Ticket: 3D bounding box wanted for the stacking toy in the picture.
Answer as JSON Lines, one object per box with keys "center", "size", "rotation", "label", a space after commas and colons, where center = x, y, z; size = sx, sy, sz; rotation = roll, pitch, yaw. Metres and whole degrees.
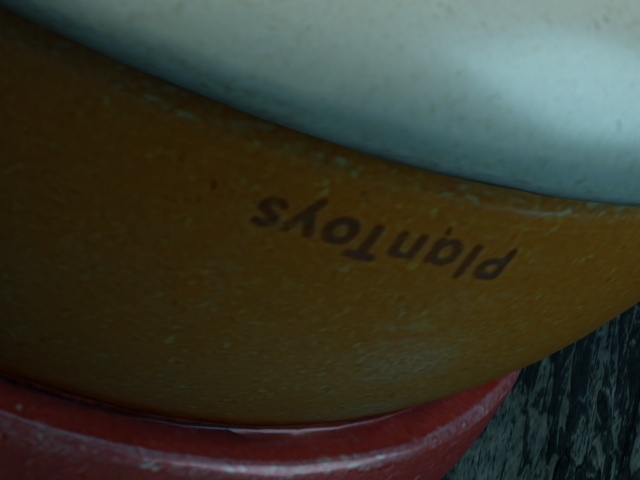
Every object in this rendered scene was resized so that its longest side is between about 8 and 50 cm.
{"center": [-0.099, 0.027, 0.554], "size": [0.480, 0.350, 0.350], "rotation": [-61, 169, 29], "label": "stacking toy"}
